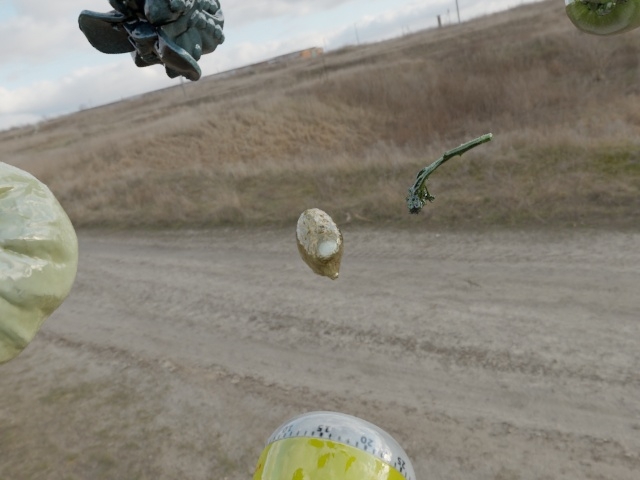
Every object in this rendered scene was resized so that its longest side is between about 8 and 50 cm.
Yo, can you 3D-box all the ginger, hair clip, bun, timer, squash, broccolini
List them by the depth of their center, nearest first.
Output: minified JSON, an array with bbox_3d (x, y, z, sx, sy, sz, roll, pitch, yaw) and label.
[{"bbox_3d":[0.266,-0.220,0.474,0.066,0.066,0.252,3,22,41],"label":"squash"},{"bbox_3d":[-0.395,0.020,0.562,0.259,0.259,0.160,-21,3,-19],"label":"bun"},{"bbox_3d":[-0.003,-0.007,0.774,0.067,0.096,0.165,-22,18,3],"label":"ginger"},{"bbox_3d":[0.007,0.431,0.794,0.285,0.285,0.285,-13,18,4],"label":"timer"},{"bbox_3d":[-0.252,-0.378,0.833,0.195,0.206,0.310,18,-13,-1],"label":"hair clip"},{"bbox_3d":[0.198,-0.115,0.856,0.054,0.052,0.194,-38,-9,-46],"label":"broccolini"}]
